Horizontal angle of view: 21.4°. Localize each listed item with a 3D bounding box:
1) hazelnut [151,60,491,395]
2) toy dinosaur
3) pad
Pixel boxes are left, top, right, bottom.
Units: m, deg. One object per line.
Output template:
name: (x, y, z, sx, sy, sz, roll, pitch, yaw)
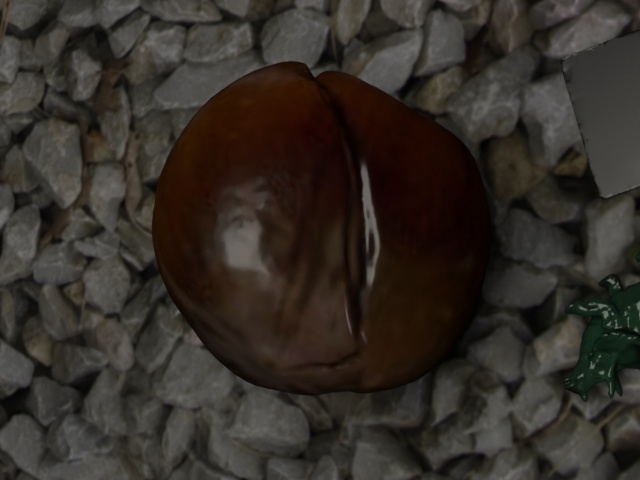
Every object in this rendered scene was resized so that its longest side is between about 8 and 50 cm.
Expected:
hazelnut: (0.000, 0.000, 1.719, 0.372, 0.372, 0.315, 47, 138, 22)
toy dinosaur: (0.341, 0.039, 1.704, 0.120, 0.079, 0.292, 33, 98, 19)
pad: (0.382, -0.155, 1.755, 0.243, 0.004, 0.164, -19, 74, 19)
